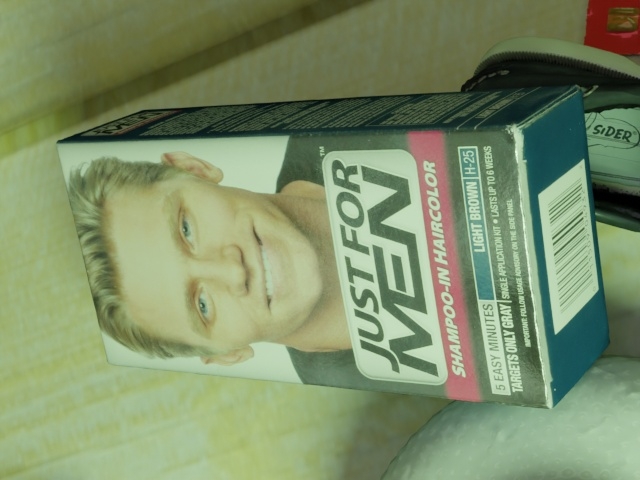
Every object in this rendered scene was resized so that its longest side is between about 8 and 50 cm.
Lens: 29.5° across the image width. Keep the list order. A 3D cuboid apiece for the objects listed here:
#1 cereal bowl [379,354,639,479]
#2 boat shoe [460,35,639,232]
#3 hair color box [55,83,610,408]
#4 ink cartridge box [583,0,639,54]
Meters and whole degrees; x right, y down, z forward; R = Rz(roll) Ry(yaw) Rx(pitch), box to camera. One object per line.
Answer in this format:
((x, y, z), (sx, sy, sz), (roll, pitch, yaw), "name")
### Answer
((0.162, 0.229, 0.727), (0.339, 0.141, 0.339), (-6, 74, 22), "cereal bowl")
((0.229, -0.045, 0.753), (0.340, 0.127, 0.113), (19, 49, 27), "boat shoe")
((0.000, 0.000, 0.797), (0.347, 0.105, 0.174), (1, 109, 34), "hair color box")
((0.276, -0.243, 0.843), (0.181, 0.056, 0.225), (4, 77, 24), "ink cartridge box")
